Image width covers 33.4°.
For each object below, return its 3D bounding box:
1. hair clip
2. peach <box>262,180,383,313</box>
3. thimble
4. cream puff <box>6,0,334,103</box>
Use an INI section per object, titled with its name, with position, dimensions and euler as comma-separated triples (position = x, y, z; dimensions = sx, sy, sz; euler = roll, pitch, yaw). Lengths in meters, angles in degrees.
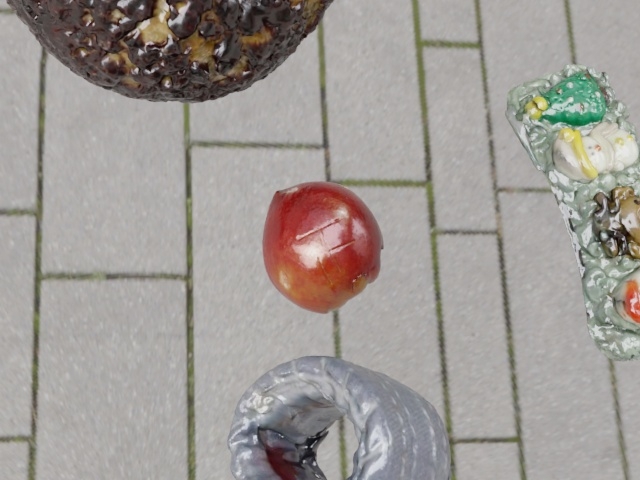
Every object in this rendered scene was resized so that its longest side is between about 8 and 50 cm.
[hair clip]
position = 0.304, -0.039, 1.105
dimensions = 0.138, 0.091, 0.321
euler = -19, 81, -12
[peach]
position = 0.000, 0.000, 1.596
dimensions = 0.197, 0.197, 0.197
euler = 3, 73, -9
[thimble]
position = 0.023, 0.246, 1.226
dimensions = 0.172, 0.236, 0.205
euler = 24, 60, -50
[cream puff]
position = -0.088, -0.206, 0.664
dimensions = 0.239, 0.165, 0.239
euler = 13, 69, -37
